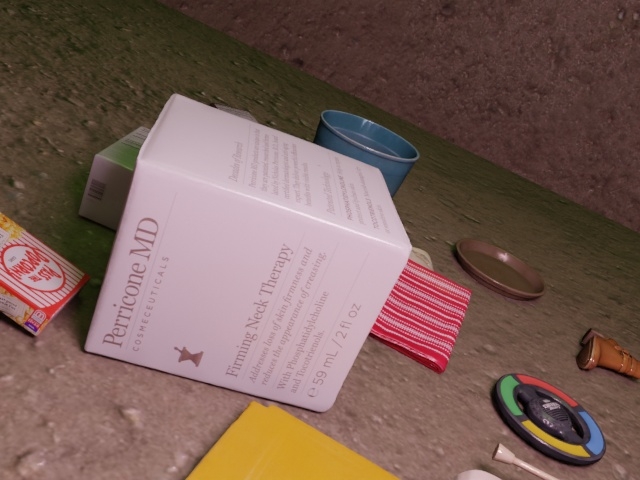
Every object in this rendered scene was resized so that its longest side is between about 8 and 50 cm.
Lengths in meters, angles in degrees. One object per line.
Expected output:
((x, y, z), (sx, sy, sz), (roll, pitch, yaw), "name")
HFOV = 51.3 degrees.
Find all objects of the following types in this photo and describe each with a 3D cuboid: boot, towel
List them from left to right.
((0.190, 0.070, 1.578), (0.213, 0.077, 0.165), (15, 28, -21), "boot")
((0.206, 0.143, 1.409), (0.199, 0.031, 0.275), (28, 40, 7), "towel")
((0.707, 0.291, 1.607), (0.152, 0.073, 0.197), (35, 28, 14), "boot")

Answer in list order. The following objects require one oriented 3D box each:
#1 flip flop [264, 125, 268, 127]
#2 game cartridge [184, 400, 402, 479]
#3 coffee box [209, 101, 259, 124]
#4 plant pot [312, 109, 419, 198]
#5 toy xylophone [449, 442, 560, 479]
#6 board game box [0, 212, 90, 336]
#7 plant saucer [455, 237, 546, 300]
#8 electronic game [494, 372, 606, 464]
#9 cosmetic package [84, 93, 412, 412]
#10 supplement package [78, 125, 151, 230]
((-0.157, -0.305, 2.017), (0.277, 0.080, 0.112), (8, 29, -33), "flip flop")
((-0.031, 0.353, 0.823), (0.285, 0.052, 0.324), (29, 22, 10), "game cartridge")
((-0.207, -0.202, 1.653), (0.119, 0.168, 0.297), (8, 28, -32), "coffee box")
((0.079, -0.163, 1.729), (0.272, 0.255, 0.271), (20, 23, -9), "plant pot")
((0.314, 0.425, 0.944), (0.323, 0.081, 0.236), (31, 25, 14), "toy xylophone")
((-0.460, 0.040, 0.992), (0.193, 0.045, 0.147), (38, 18, -11), "board game box")
((0.502, 0.084, 1.879), (0.278, 0.041, 0.278), (21, 24, -10), "plant saucer")
((0.441, 0.338, 1.284), (0.229, 0.048, 0.229), (20, 24, -9), "electronic game")
((-0.120, 0.015, 1.085), (0.394, 0.329, 0.327), (18, 25, -13), "cosmetic package")
((-0.371, -0.125, 1.375), (0.134, 0.139, 0.244), (24, 23, -3), "supplement package")
